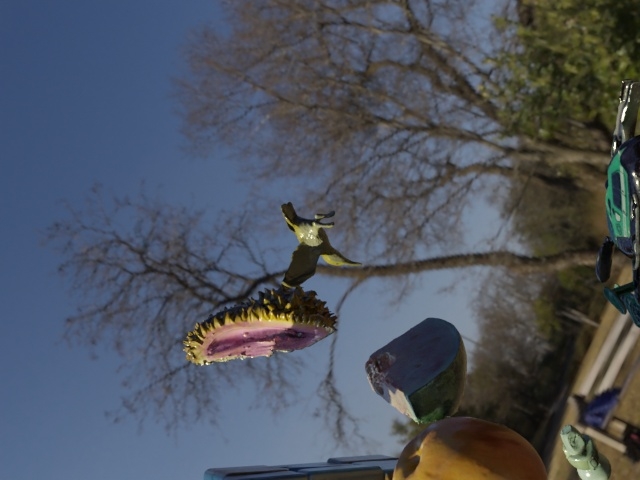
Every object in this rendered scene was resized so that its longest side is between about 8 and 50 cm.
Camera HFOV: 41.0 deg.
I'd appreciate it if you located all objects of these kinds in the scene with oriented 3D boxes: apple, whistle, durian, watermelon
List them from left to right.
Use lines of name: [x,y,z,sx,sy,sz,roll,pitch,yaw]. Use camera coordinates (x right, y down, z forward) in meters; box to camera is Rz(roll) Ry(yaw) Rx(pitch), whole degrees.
durian: [-0.128,0.158,1.794,0.191,0.341,0.112,-82,-23,-61]
watermelon: [0.200,0.292,1.771,0.318,0.226,0.148,-59,-47,-65]
apple: [0.179,0.304,1.063,0.199,0.199,0.199,-51,-23,-33]
whistle: [0.271,0.220,0.878,0.100,0.035,0.035,50,-118,-33]

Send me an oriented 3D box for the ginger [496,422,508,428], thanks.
ginger: [0.270,0.465,1.676,0.290,0.084,0.122,-48,12,-18]

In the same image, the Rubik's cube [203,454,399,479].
Rubik's cube: [0.007,0.526,1.341,0.346,0.344,0.347,140,127,-70]

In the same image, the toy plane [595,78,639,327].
toy plane: [0.434,-0.017,1.162,0.106,0.155,0.382,-20,-55,-3]

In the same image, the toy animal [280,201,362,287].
toy animal: [0.000,0.000,1.426,0.219,0.155,0.095,-79,1,-55]
